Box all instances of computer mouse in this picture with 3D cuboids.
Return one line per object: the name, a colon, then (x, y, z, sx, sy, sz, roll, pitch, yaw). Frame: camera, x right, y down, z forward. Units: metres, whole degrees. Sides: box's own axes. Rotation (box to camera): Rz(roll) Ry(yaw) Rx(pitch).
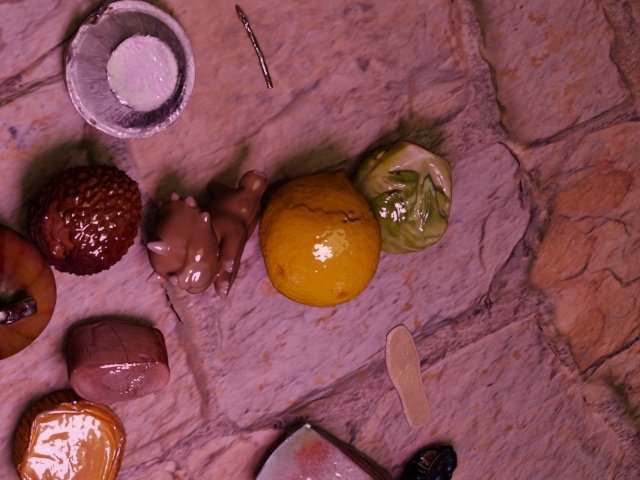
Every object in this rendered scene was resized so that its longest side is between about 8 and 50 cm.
computer mouse: (0.210, 0.519, 2.232, 0.242, 0.078, 0.146, -42, 135, -39)

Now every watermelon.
watermelon: (0.053, 0.533, 2.052, 0.228, 0.258, 0.387, -49, 125, -9)

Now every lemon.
lemon: (0.002, 0.008, 1.915, 0.228, 0.228, 0.253, -23, 120, -25)

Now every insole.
insole: (0.185, 0.292, 2.220, 0.081, 0.011, 0.247, -28, 115, -23)

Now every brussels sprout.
brussels sprout: (0.156, -0.083, 2.036, 0.223, 0.161, 0.223, 0, 91, -10)

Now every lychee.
lychee: (-0.379, -0.042, 1.712, 0.188, 0.188, 0.188, -8, 105, -29)

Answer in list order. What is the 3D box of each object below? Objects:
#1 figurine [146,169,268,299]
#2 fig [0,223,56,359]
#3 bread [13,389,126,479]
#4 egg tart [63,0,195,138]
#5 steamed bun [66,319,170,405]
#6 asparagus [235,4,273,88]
figurine: (-0.211, -0.018, 1.827, 0.173, 0.177, 0.247, 19, 67, 2)
fig: (-0.533, 0.083, 1.633, 0.235, 0.214, 0.235, 1, 110, 2)
bread: (-0.435, 0.359, 1.812, 0.199, 0.104, 0.199, -5, 100, -27)
egg tart: (-0.308, -0.281, 1.744, 0.234, 0.094, 0.234, -9, 108, -30)
steamed bun: (-0.349, 0.208, 1.804, 0.175, 0.145, 0.106, -1, 121, -19)
asparagus: (-0.117, -0.348, 1.887, 0.016, 0.016, 0.162, -24, 115, -4)
